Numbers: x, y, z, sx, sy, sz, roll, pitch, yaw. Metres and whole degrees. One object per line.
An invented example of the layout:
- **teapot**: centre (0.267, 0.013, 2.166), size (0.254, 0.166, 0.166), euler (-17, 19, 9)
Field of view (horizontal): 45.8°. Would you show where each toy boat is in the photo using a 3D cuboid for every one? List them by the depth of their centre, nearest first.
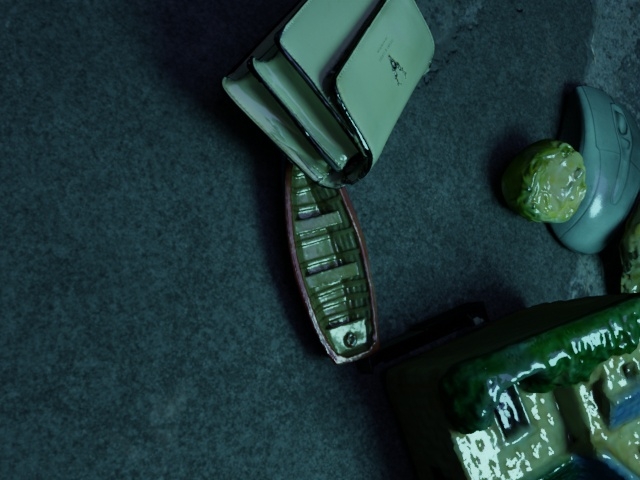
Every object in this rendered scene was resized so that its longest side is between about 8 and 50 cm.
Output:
- **toy boat**: centre (0.000, 0.000, 1.202), size (0.136, 0.079, 0.392), euler (-15, 89, -28)

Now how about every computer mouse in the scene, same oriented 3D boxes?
- **computer mouse**: centre (0.559, -0.153, 1.505), size (0.188, 0.122, 0.370), euler (24, 68, -23)

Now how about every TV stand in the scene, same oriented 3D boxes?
- **TV stand**: centre (0.175, 0.163, 1.284), size (0.256, 0.049, 0.040), euler (-19, 92, -29)

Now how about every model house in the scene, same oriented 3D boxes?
- **model house**: centre (0.347, 0.301, 1.201), size (0.382, 0.334, 0.342), euler (-18, 88, -20)

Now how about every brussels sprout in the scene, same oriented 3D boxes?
- **brussels sprout**: centre (0.408, -0.110, 1.412), size (0.152, 0.122, 0.149), euler (-20, 113, -15)

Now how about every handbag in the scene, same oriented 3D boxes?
- **handbag**: centre (0.039, -0.270, 1.169), size (0.236, 0.160, 0.358), euler (48, 43, -18)

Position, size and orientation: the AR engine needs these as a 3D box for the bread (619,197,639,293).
- **bread**: centre (0.693, 0.102, 1.474), size (0.370, 0.191, 0.314), euler (40, 62, -24)
